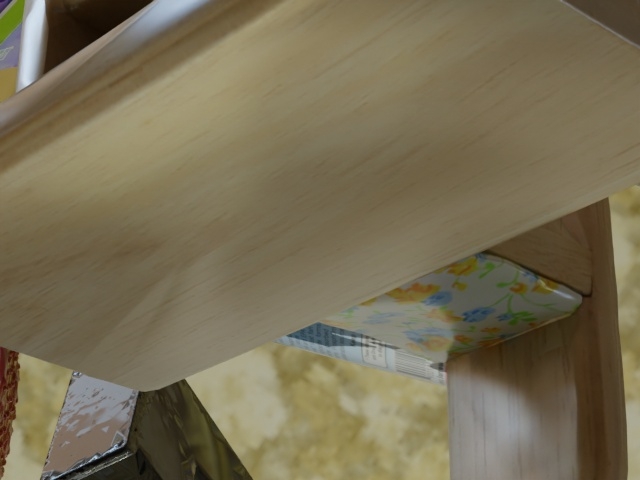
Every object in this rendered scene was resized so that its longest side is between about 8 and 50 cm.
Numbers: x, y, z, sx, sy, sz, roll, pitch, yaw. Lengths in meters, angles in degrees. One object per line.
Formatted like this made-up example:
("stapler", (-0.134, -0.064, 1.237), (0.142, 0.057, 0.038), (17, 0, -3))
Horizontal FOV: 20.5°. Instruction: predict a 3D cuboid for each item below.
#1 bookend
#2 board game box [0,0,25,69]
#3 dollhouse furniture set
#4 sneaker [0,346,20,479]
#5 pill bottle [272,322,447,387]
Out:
("bookend", (-0.118, 0.175, 1.267), (0.157, 0.072, 0.156), (58, -165, -22))
("board game box", (-0.124, -0.287, 0.890), (0.233, 0.347, 0.078), (49, -158, 4))
("dollhouse furniture set", (0.041, -0.012, 0.352), (0.362, 0.394, 0.257), (24, -125, -37))
("sneaker", (-0.158, 0.036, 0.718), (0.067, 0.175, 0.064), (-5, 170, -4))
("pill bottle", (0.000, 0.000, 0.692), (0.160, 0.087, 0.087), (14, -155, 13))
